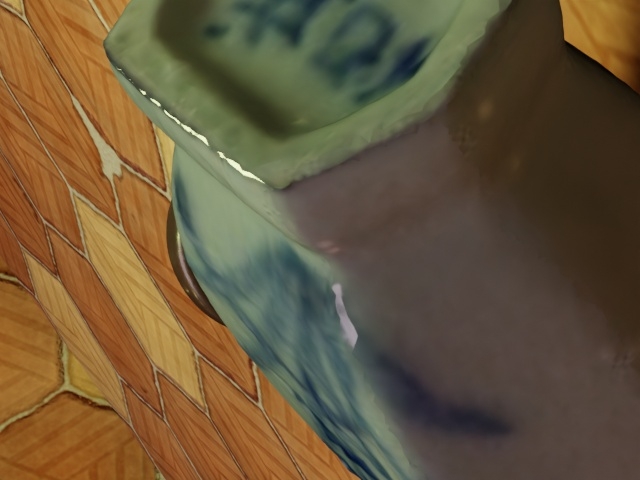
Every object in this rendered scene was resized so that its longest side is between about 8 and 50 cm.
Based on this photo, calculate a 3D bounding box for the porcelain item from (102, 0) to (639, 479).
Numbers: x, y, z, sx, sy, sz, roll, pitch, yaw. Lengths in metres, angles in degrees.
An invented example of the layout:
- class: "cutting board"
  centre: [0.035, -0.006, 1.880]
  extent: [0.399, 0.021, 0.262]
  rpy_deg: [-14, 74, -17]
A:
- class: "porcelain item"
  centre: [0.075, 0.032, 0.816]
  extent: [0.242, 0.178, 0.405]
  rpy_deg: [40, 171, 44]

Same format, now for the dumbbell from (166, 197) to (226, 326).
- class: "dumbbell"
  centre: [0.000, 0.000, 1.158]
  extent: [0.225, 0.140, 0.124]
  rpy_deg: [-168, 64, -69]
